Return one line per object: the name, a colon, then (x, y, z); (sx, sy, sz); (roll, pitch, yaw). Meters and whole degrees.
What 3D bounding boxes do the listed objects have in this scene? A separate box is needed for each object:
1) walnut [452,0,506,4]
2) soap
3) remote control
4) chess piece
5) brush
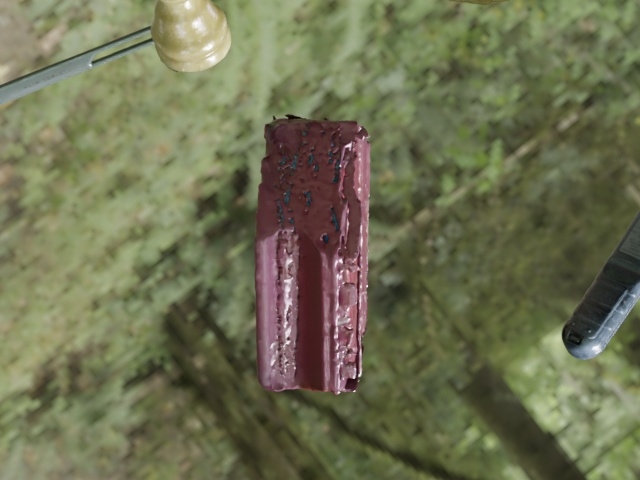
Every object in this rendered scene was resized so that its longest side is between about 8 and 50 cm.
walnut: (0.160, -0.395, 1.989); (0.227, 0.283, 0.283); (-31, 171, -36)
soap: (0.000, 0.000, 1.605); (0.162, 0.099, 0.250); (-64, 157, -64)
remote control: (0.253, 0.034, 1.439); (0.152, 0.043, 0.027); (-53, 139, -16)
chess piece: (-0.118, -0.200, 1.419); (0.066, 0.066, 0.122); (-36, 146, -12)
brush: (-0.295, -0.190, 1.909); (0.266, 0.027, 0.062); (-19, 140, 7)
